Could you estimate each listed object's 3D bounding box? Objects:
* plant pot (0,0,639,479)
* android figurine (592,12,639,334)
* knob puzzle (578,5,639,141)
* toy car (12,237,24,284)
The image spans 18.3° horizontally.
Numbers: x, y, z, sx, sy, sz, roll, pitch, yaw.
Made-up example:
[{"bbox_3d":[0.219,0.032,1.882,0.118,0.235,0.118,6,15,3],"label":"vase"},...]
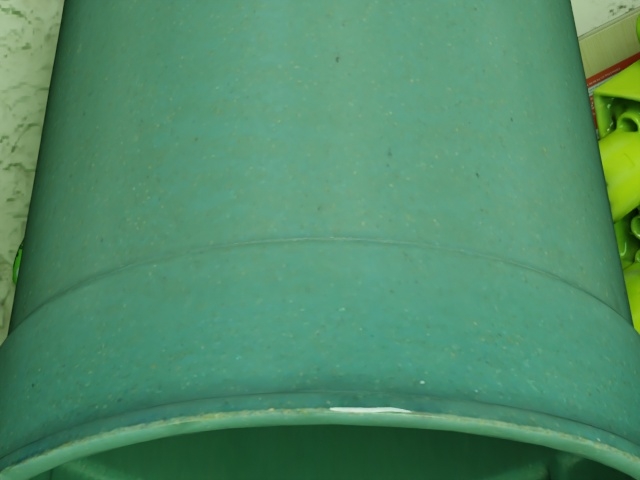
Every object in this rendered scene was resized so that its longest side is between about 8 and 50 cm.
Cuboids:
[{"bbox_3d":[0.000,0.000,0.955,0.341,0.341,0.334,9,59,-17],"label":"plant pot"},{"bbox_3d":[0.236,-0.041,1.138,0.273,0.056,0.248,-30,121,-36],"label":"android figurine"},{"bbox_3d":[0.185,-0.036,1.186,0.213,0.030,0.213,-5,101,-27],"label":"knob puzzle"},{"bbox_3d":[-0.069,0.057,1.124,0.225,0.053,0.239,29,91,-19],"label":"toy car"}]
